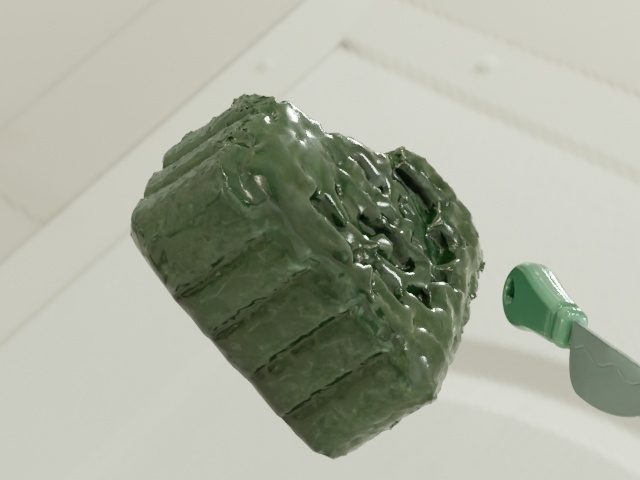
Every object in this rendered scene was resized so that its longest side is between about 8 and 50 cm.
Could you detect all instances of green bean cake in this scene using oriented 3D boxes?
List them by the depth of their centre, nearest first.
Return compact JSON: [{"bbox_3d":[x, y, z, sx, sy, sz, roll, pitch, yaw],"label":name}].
[{"bbox_3d":[0.000,0.000,1.686,0.169,0.300,0.308,-34,-73,29],"label":"green bean cake"}]

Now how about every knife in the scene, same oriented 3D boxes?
[{"bbox_3d":[0.195,0.084,1.371,0.260,0.034,0.063,-128,-131,-64],"label":"knife"}]
